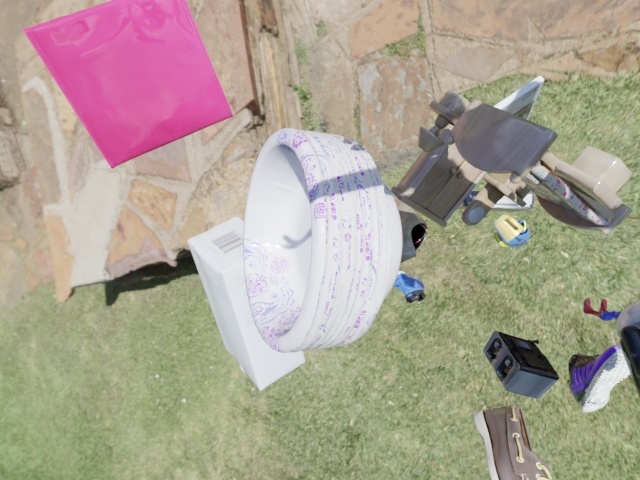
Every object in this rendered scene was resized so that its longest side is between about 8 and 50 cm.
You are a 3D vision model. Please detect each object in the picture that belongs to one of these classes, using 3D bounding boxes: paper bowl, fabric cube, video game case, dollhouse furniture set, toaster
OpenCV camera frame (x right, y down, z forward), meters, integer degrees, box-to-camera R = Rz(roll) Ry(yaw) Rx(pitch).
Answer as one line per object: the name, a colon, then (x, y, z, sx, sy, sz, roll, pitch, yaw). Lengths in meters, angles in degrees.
paper bowl: (0.000, 0.000, 0.553, 0.284, 0.148, 0.284, 180, 90, -65)
fabric cube: (-0.373, -0.335, 0.825, 0.259, 0.258, 0.254, 41, 157, 53)
video game case: (0.506, -0.338, 1.121, 0.190, 0.173, 0.022, -34, 67, 1)
dollhouse furniture set: (0.272, -0.037, 0.579, 0.174, 0.303, 0.355, -54, 30, 18)
toaster: (0.629, 0.387, 1.283, 0.185, 0.168, 0.110, 17, 117, -14)

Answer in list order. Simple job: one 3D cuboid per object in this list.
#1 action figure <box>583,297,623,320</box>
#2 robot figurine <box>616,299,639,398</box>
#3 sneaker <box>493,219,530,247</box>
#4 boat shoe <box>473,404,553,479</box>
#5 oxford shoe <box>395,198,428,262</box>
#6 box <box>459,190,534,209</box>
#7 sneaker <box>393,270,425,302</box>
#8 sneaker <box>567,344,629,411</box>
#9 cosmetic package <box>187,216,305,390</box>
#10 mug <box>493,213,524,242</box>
action figure: (0.844, 0.175, 1.081, 0.091, 0.280, 0.139, 2, 99, -10)
robot figurine: (0.743, 0.256, 0.855, 0.173, 0.209, 0.278, -15, 55, 25)
sneaker: (0.618, -0.025, 1.260, 0.082, 0.209, 0.069, -42, 64, 39)
boat shoe: (0.365, 0.419, 0.741, 0.096, 0.324, 0.117, -27, 98, 15)
oxford shoe: (0.281, -0.036, 1.279, 0.130, 0.348, 0.123, -5, 123, 29)
box: (0.601, -0.137, 1.447, 0.231, 0.183, 0.056, 3, 92, 4)
sneaker: (0.271, 0.151, 1.286, 0.058, 0.152, 0.085, -43, 40, 39)
sneaker: (0.873, 0.412, 1.315, 0.102, 0.146, 0.293, -3, 126, -7)
cosmetic package: (-0.183, 0.164, 1.050, 0.217, 0.156, 0.385, 31, 140, 46)
mug: (0.511, -0.041, 1.107, 0.064, 0.062, 0.078, 50, 141, 11)
